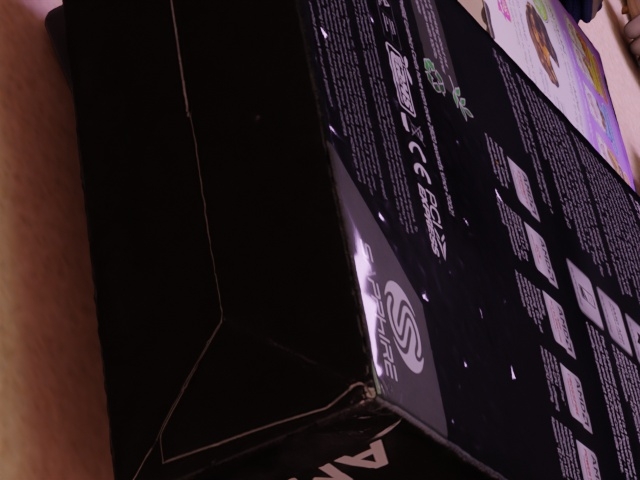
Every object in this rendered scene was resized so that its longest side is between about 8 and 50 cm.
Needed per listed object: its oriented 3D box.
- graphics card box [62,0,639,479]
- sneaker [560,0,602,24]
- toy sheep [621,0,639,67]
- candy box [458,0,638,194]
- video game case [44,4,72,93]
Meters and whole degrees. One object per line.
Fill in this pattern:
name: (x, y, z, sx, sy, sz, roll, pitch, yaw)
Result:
graphics card box: (0.055, 0.033, 0.670, 0.371, 0.094, 0.232, 38, 35, -51)
sneaker: (0.148, -0.190, 1.212, 0.296, 0.112, 0.131, 9, 76, -63)
toy sheep: (0.308, -0.171, 1.545, 0.132, 0.091, 0.091, 50, 22, 2)
candy box: (0.100, -0.082, 0.992, 0.196, 0.070, 0.164, 43, 31, -45)
video game case: (0.000, 0.000, 0.739, 0.274, 0.026, 0.196, -9, 75, -67)
